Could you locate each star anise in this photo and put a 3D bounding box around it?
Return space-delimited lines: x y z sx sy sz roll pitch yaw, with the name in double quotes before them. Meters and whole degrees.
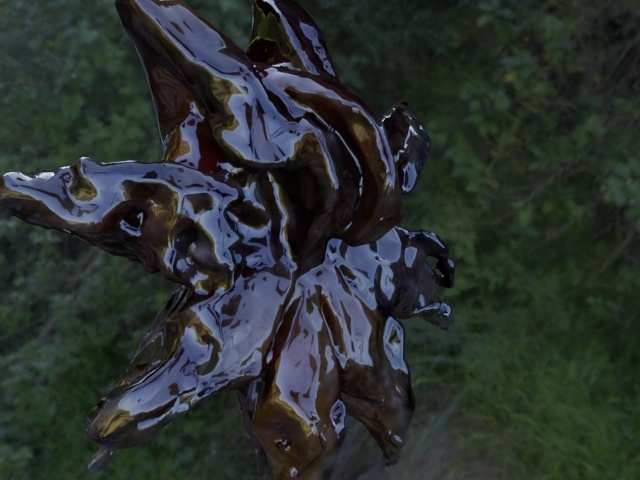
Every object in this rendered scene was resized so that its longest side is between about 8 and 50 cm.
"star anise" 0.000 0.000 0.461 0.103 0.271 0.272 -13 -28 44
